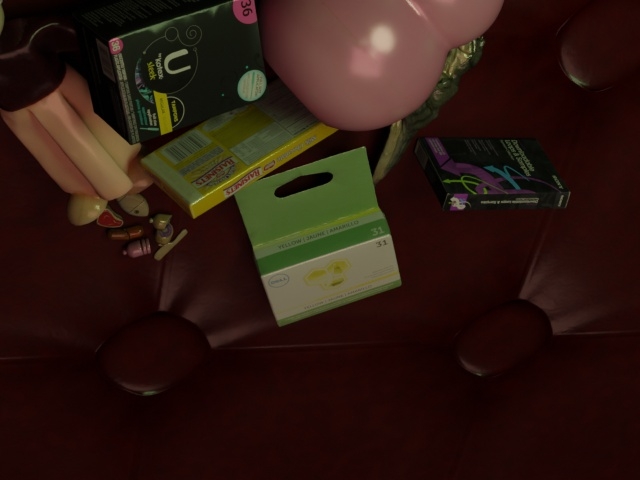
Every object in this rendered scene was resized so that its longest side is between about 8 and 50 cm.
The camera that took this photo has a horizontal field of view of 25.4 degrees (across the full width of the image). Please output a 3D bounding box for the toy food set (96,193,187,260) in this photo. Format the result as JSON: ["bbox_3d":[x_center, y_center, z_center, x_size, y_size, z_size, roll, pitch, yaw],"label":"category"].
[{"bbox_3d":[-0.219,-0.013,1.697,0.078,0.019,0.122,-43,130,20],"label":"toy food set"}]

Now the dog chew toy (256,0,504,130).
[{"bbox_3d":[0.094,-0.267,1.464,0.332,0.206,0.206,-41,131,8],"label":"dog chew toy"}]

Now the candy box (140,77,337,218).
[{"bbox_3d":[-0.084,-0.107,1.554,0.206,0.105,0.027,-32,140,-20],"label":"candy box"}]

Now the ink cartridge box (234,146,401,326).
[{"bbox_3d":[0.000,0.000,1.738,0.171,0.056,0.235,-18,145,-2],"label":"ink cartridge box"}]

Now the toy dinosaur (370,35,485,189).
[{"bbox_3d":[0.090,-0.155,1.653,0.118,0.064,0.268,10,130,-35],"label":"toy dinosaur"}]

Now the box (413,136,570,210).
[{"bbox_3d":[0.206,-0.082,1.716,0.162,0.116,0.029,0,129,-19],"label":"box"}]

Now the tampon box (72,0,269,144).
[{"bbox_3d":[-0.150,-0.189,1.444,0.161,0.101,0.120,-23,125,-21],"label":"tampon box"}]

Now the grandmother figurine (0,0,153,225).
[{"bbox_3d":[-0.298,-0.163,1.485,0.208,0.104,0.342,-37,135,2],"label":"grandmother figurine"}]
